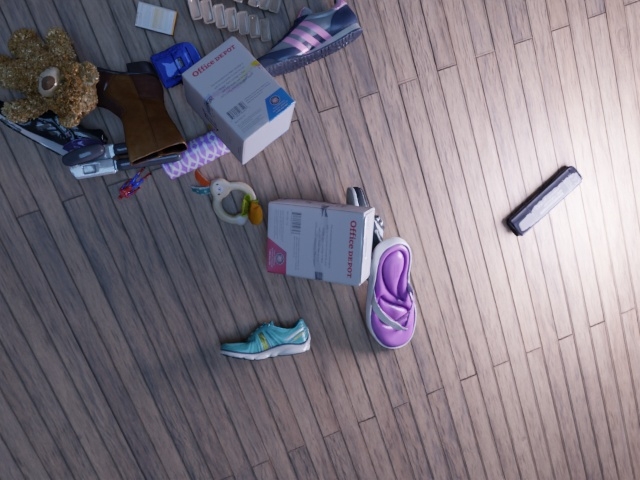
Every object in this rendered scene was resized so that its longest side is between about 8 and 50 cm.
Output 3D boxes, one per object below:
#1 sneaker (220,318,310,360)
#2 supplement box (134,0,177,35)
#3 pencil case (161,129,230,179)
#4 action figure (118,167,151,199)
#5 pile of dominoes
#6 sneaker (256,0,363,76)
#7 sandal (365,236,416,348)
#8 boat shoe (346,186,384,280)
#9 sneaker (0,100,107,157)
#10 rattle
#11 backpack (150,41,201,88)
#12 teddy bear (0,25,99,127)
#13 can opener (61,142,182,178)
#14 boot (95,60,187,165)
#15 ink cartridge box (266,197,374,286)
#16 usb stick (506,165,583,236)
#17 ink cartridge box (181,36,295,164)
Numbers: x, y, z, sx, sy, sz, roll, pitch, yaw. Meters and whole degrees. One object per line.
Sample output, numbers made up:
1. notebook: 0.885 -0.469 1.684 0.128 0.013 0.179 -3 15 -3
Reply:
1. sneaker: -0.168 0.300 1.771 0.275 0.107 0.110 -8 86 -15
2. supplement box: -0.424 -0.572 1.515 0.098 0.036 0.062 11 101 -15
3. pencil case: -0.340 -0.244 1.593 0.206 0.086 0.088 -27 74 -6
4. action figure: -0.513 -0.152 1.606 0.115 0.030 0.038 -42 103 6
5. pile of dominoes: -0.223 -0.638 1.508 0.251 0.040 0.196 7 107 -28
6. sneaker: -0.053 -0.546 1.578 0.318 0.112 0.131 -26 91 -7
7. sandal: 0.220 0.186 1.753 0.169 0.102 0.417 -21 125 -13
8. boat shoe: 0.146 -0.028 1.739 0.091 0.114 0.303 -17 118 -7
9. sneaker: -0.690 -0.301 1.505 0.283 0.107 0.124 31 87 -25
10. rattle: -0.264 -0.111 1.616 0.199 0.143 0.130 38 112 -24
11. backpack: -0.367 -0.457 1.525 0.120 0.101 0.098 -27 114 -9
12. teddy bear: -0.671 -0.398 1.388 0.245 0.338 0.113 -36 152 -6
13. can opener: -0.497 -0.213 1.479 0.283 0.095 0.076 -11 95 -8
14. boot: -0.499 -0.298 1.463 0.263 0.096 0.281 -15 69 -23
15. ink cartridge box: 0.000 0.000 1.640 0.282 0.117 0.208 8 104 19
16. usb stick: 0.711 -0.124 1.864 0.278 0.045 0.077 -42 101 1
17. ink cartridge box: -0.210 -0.353 1.495 0.171 0.168 0.233 -41 86 -15
